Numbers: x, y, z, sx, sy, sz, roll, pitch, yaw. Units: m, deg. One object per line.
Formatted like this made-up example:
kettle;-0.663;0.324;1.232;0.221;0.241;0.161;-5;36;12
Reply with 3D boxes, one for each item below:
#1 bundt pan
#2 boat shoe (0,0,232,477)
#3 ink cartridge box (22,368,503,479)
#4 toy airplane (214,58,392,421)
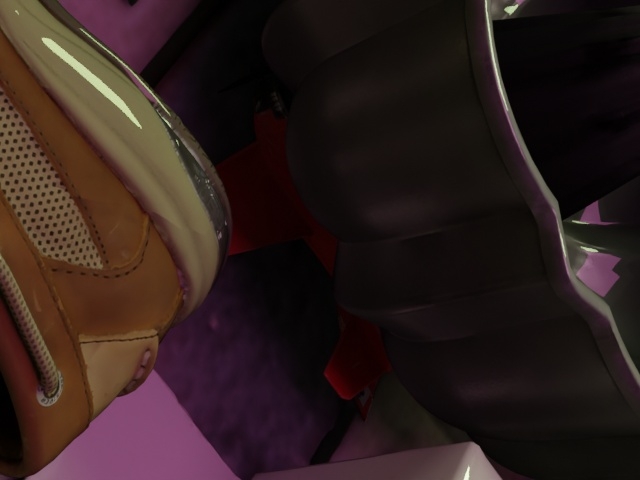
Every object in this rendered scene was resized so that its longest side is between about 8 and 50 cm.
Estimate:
bundt pan;0.094;-0.051;0.754;0.331;0.124;0.331;30;51;-46
boat shoe;-0.153;-0.056;0.524;0.324;0.122;0.120;47;53;-26
ink cartridge box;0.026;0.215;0.631;0.353;0.119;0.207;53;47;-23
toy airplane;0.000;0.000;0.733;0.151;0.028;0.151;17;66;-44
